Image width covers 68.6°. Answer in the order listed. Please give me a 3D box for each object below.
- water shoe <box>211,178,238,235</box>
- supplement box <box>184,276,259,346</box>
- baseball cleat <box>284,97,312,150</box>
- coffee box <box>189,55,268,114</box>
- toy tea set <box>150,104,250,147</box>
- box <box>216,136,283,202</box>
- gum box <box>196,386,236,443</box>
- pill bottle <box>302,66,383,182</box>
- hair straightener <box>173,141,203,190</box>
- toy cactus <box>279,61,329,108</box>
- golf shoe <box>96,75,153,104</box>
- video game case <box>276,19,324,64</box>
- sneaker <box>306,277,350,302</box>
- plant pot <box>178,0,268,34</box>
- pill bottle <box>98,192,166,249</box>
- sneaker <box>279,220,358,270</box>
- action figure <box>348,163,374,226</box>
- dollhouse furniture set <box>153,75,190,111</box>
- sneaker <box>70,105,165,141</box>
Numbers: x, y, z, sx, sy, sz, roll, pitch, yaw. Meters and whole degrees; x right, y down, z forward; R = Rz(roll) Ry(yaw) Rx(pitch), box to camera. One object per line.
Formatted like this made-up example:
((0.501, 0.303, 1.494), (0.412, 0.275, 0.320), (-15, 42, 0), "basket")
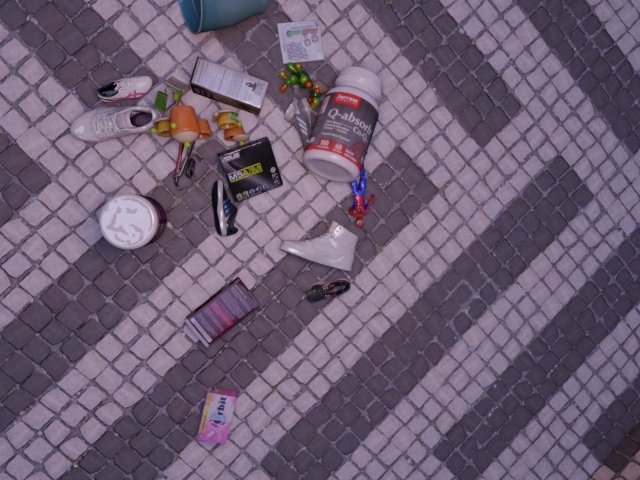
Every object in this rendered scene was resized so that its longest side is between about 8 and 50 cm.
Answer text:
((-0.341, -0.118, 1.688), (0.080, 0.072, 0.203), (-8, 100, -32), "water shoe")
((-0.354, 0.256, 1.697), (0.239, 0.073, 0.130), (-37, 100, -6), "supplement box")
((-0.078, -0.418, 1.718), (0.109, 0.072, 0.206), (-1, 85, -3), "baseball cleat")
((-0.314, -0.529, 1.622), (0.246, 0.141, 0.098), (17, 91, -10), "coffee box")
((-0.376, -0.354, 1.560), (0.335, 0.200, 0.125), (-7, 86, -34), "toy tea set")
((-0.247, -0.251, 1.666), (0.190, 0.045, 0.184), (-21, 124, -9), "box")
((-0.381, 0.646, 1.721), (0.107, 0.062, 0.189), (13, 91, -11), "gum box")
((0.087, -0.408, 1.656), (0.210, 0.210, 0.363), (21, 78, -11), "pill bottle")
((-0.460, -0.286, 1.652), (0.088, 0.047, 0.231), (13, 86, -12), "hair straightener")
((-0.045, -0.546, 1.678), (0.180, 0.219, 0.112), (-3, 133, -46), "toy cactus")
((-0.658, -0.511, 1.584), (0.186, 0.086, 0.068), (-24, 96, -10), "golf shoe")
((-0.072, -0.726, 1.717), (0.157, 0.019, 0.143), (-10, 96, -10), "video game case")
((0.031, 0.184, 1.764), (0.178, 0.077, 0.072), (-21, 96, -8), "sneaker")
((-0.318, -0.841, 1.553), (0.255, 0.271, 0.272), (-18, 97, -25), "plant pot")
((-0.590, -0.063, 1.514), (0.169, 0.301, 0.170), (-1, 94, -10), "pill bottle")
((0.000, 0.000, 1.739), (0.292, 0.108, 0.169), (16, 89, -21), "sneaker")
((0.149, -0.187, 1.738), (0.091, 0.139, 0.281), (-4, 97, -9), "action figure")
((-0.513, -0.501, 1.610), (0.076, 0.152, 0.059), (25, 128, -6), "dollhouse furniture set")
((-0.677, -0.399, 1.553), (0.304, 0.152, 0.114), (-13, 101, -9), "sneaker")
